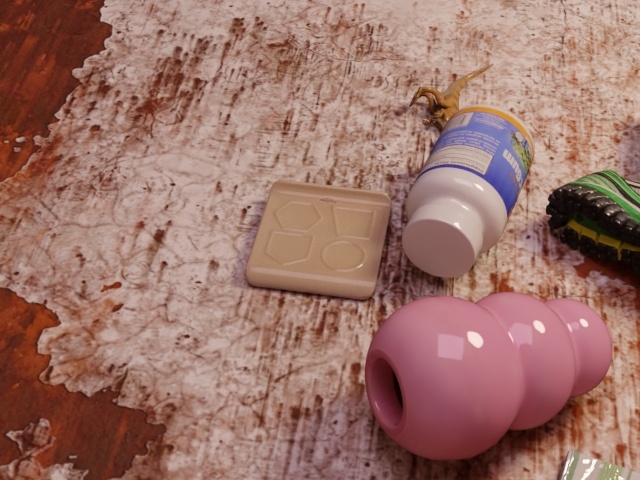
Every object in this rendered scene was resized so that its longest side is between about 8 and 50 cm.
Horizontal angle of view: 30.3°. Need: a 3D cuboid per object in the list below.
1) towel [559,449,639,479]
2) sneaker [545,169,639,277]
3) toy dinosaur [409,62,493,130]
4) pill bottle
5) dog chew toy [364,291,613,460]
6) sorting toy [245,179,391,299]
[{"bbox_3d":[0.365,0.319,1.444,0.152,0.023,0.113,16,46,16],"label":"towel"},{"bbox_3d":[0.509,-0.016,1.728,0.146,0.134,0.343,-33,51,-32],"label":"sneaker"},{"bbox_3d":[0.217,-0.237,2.033,0.112,0.064,0.211,22,54,-3],"label":"toy dinosaur"},{"bbox_3d":[0.218,-0.072,1.773,0.152,0.152,0.272,15,45,15],"label":"pill bottle"},{"bbox_3d":[0.227,0.156,1.501,0.332,0.206,0.206,-11,43,-23],"label":"dog chew toy"},{"bbox_3d":[0.000,0.000,1.783,0.193,0.038,0.208,7,48,7],"label":"sorting toy"}]
